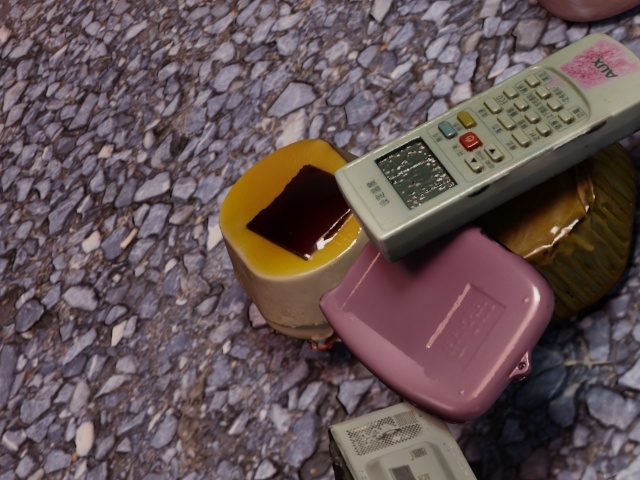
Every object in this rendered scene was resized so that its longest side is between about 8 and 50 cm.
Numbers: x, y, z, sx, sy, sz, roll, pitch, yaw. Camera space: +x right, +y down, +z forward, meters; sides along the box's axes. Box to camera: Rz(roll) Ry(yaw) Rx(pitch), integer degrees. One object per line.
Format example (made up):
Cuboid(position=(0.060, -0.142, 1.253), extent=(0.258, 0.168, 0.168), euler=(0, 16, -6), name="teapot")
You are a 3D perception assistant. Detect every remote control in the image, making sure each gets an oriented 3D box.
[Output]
Cuboid(position=(0.189, -0.104, 1.675), extent=(0.344, 0.050, 0.145), euler=(-29, 40, -3), name="remote control")

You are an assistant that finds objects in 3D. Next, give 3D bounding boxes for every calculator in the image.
Cuboid(position=(0.117, 0.067, 1.641), extent=(0.194, 0.043, 0.294), euler=(-55, 43, 0), name="calculator")

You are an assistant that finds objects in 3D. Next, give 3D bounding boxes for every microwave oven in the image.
Cuboid(position=(0.095, 0.285, 1.588), extent=(0.122, 0.162, 0.208), euler=(-17, 40, -10), name="microwave oven")

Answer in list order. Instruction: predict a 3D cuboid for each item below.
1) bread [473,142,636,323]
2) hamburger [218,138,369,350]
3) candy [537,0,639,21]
Cuboid(position=(0.230, -0.034, 1.756), extent=(0.227, 0.142, 0.253), euler=(-20, 44, 33), name="bread")
Cuboid(position=(0.000, 0.000, 1.942), extent=(0.227, 0.151, 0.295), euler=(-40, 33, 2), name="hamburger")
Cuboid(position=(0.359, -0.391, 1.958), extent=(0.255, 0.094, 0.255), euler=(-25, 44, 27), name="candy")
